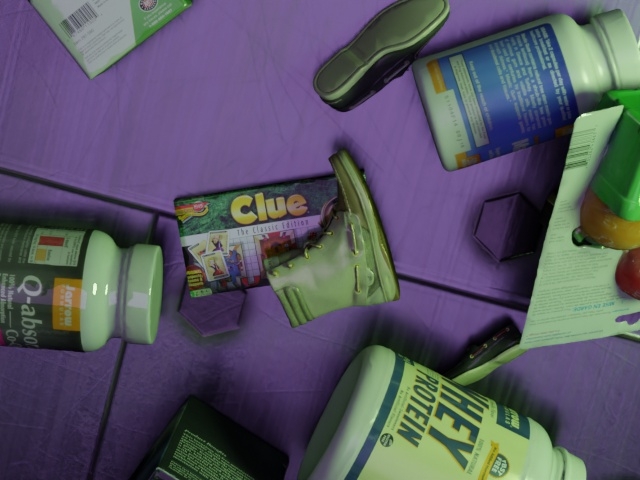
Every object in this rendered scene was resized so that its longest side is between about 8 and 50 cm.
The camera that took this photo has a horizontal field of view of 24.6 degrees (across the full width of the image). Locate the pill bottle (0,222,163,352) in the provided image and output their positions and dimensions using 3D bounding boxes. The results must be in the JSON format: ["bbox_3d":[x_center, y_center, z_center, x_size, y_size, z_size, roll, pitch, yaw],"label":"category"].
[{"bbox_3d":[-0.352,0.061,1.914,0.278,0.162,0.162,4,102,1],"label":"pill bottle"}]

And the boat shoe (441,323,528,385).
[{"bbox_3d":[0.217,0.160,1.984,0.133,0.049,0.042,-33,66,17],"label":"boat shoe"}]

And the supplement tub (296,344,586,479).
[{"bbox_3d":[0.156,0.305,1.917,0.325,0.235,0.235,26,101,-5],"label":"supplement tub"}]

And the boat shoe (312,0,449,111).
[{"bbox_3d":[0.085,-0.242,1.901,0.206,0.075,0.065,-37,142,3],"label":"boat shoe"}]

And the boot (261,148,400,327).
[{"bbox_3d":[0.000,0.000,1.909,0.165,0.077,0.213,-16,104,7],"label":"boot"}]

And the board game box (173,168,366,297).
[{"bbox_3d":[-0.058,-0.009,1.960,0.260,0.030,0.136,-10,100,3],"label":"board game box"}]

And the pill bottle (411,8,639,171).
[{"bbox_3d":[0.263,-0.196,1.849,0.272,0.152,0.152,-17,101,5],"label":"pill bottle"}]

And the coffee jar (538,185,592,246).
[{"bbox_3d":[0.366,-0.077,1.908,0.096,0.079,0.184,28,101,-15],"label":"coffee jar"}]

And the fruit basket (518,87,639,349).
[{"bbox_3d":[0.416,-0.029,1.837,0.327,0.165,0.353,-8,133,-20],"label":"fruit basket"}]

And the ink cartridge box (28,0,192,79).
[{"bbox_3d":[-0.293,-0.340,1.860,0.160,0.092,0.219,-36,99,8],"label":"ink cartridge box"}]

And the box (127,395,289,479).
[{"bbox_3d":[-0.199,0.402,1.915,0.183,0.294,0.296,34,101,-3],"label":"box"}]
